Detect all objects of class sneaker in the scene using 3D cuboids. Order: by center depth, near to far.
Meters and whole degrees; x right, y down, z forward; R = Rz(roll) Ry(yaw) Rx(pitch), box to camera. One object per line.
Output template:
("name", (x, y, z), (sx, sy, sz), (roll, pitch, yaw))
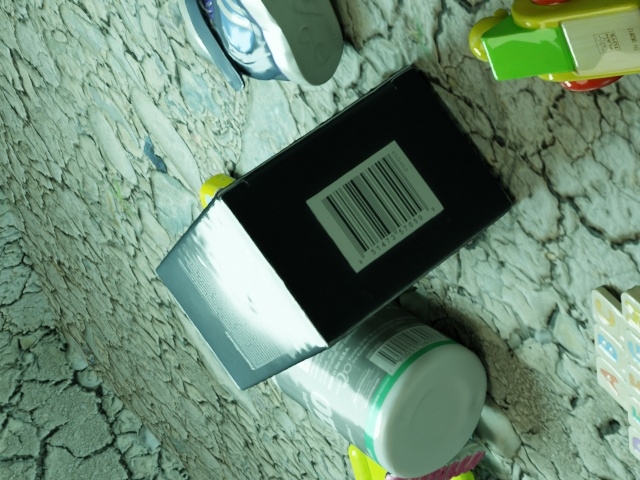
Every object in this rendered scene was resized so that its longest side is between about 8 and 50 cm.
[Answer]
("sneaker", (-0.115, -0.330, 1.497), (0.236, 0.130, 0.323), (21, 147, 38))
("sneaker", (0.157, 0.317, 1.833), (0.075, 0.170, 0.063), (52, 144, 35))

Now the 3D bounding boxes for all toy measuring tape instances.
("toy measuring tape", (0.274, -0.193, 1.036), (0.330, 0.121, 0.121), (-3, 123, 38))

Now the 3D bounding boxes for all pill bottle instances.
("pill bottle", (0.050, 0.173, 1.825), (0.361, 0.204, 0.204), (31, 149, 44))

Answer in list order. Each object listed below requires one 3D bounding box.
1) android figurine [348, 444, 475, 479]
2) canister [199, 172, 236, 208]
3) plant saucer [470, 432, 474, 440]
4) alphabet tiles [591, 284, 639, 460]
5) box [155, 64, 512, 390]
("android figurine", (0.149, 0.370, 1.975), (0.248, 0.056, 0.273), (10, 124, 42))
("canister", (-0.117, -0.032, 2.033), (0.170, 0.073, 0.126), (29, 147, 49))
("plant saucer", (0.196, 0.263, 1.905), (0.119, 0.021, 0.119), (42, 155, 25))
("alphabet tiles", (0.378, 0.183, 1.349), (0.278, 0.021, 0.284), (51, 163, 45))
("box", (0.000, 0.000, 1.557), (0.212, 0.293, 0.395), (54, 157, 1))
